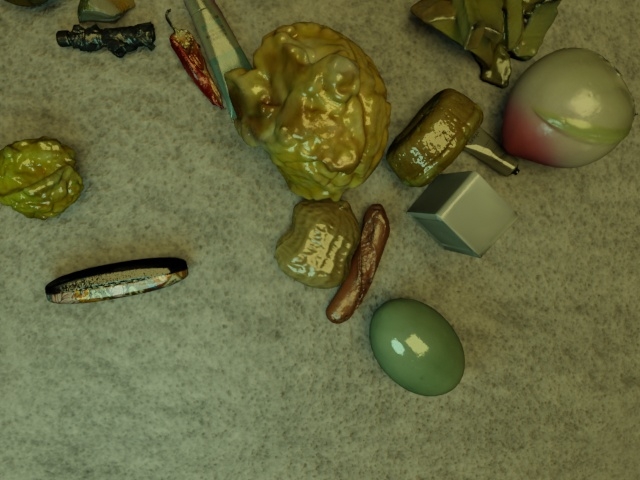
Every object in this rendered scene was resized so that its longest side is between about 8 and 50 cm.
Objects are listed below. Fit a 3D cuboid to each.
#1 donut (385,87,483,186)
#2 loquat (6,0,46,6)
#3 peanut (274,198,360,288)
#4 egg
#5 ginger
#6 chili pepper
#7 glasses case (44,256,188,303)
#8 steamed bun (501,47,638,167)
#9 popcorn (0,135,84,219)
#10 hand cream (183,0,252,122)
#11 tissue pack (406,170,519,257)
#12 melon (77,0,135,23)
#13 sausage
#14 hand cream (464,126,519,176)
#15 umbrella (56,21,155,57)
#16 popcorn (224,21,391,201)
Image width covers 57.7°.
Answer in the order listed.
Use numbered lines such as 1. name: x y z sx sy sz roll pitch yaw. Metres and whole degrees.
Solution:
1. donut: 0.279 -0.254 1.430 0.128 0.208 0.261 40 82 -9
2. loquat: -0.639 -0.629 1.262 0.179 0.179 0.228 9 87 -10
3. peanut: 0.000 0.000 1.442 0.196 0.110 0.233 23 89 2
4. egg: 0.241 0.268 1.456 0.203 0.203 0.283 -45 104 -4
5. ginger: 0.460 -0.589 1.441 0.413 0.211 0.358 -40 101 -6
6. chili pepper: -0.306 -0.429 1.399 0.059 0.050 0.268 -38 102 -37
7. glasses case: -0.473 0.093 1.363 0.320 0.122 0.082 -10 94 -9
8. steamed bun: 0.588 -0.304 1.449 0.309 0.309 0.310 -1 94 -10
9. popcorn: -0.634 -0.138 1.313 0.197 0.155 0.198 0 76 1
10. hand cream: -0.234 -0.449 1.401 0.111 0.070 0.313 -29 102 -8
11. tissue pack: 0.339 -0.065 1.432 0.159 0.246 0.136 43 88 -10
12. melon: -0.507 -0.536 1.332 0.139 0.203 0.093 -27 121 26
13. sausage: 0.104 0.064 1.483 0.087 0.079 0.327 22 90 -25
14. hand cream: 0.451 -0.235 1.541 0.186 0.054 0.087 36 83 -3
15. umbrella: -0.498 -0.466 1.357 0.224 0.080 0.071 -3 129 -6
16. popcorn: -0.002 -0.294 1.310 0.390 0.344 0.354 42 61 -40
